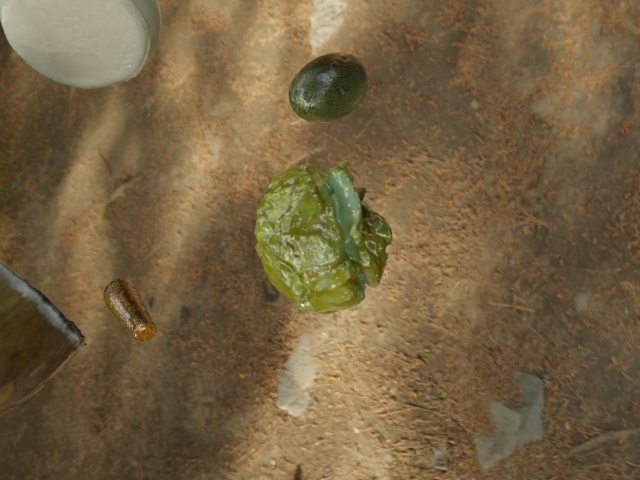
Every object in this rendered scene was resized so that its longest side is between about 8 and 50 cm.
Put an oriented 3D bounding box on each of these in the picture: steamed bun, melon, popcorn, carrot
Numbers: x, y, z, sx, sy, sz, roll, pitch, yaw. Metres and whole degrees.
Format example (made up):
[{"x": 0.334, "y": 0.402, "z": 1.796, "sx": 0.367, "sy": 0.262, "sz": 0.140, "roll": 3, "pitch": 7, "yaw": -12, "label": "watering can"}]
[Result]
[{"x": -0.434, "y": -0.426, "z": 1.249, "sx": 0.283, "sy": 0.283, "sz": 0.177, "roll": -20, "pitch": 50, "yaw": 23, "label": "steamed bun"}, {"x": 0.012, "y": -0.230, "z": 1.026, "sx": 0.099, "sy": 0.099, "sz": 0.162, "roll": 6, "pitch": 31, "yaw": 32, "label": "melon"}, {"x": 0.000, "y": 0.000, "z": 0.980, "sx": 0.183, "sy": 0.221, "sz": 0.204, "roll": -16, "pitch": 38, "yaw": 17, "label": "popcorn"}, {"x": -0.293, "y": 0.107, "z": 1.039, "sx": 0.055, "sy": 0.055, "sz": 0.161, "roll": -56, "pitch": 35, "yaw": 1, "label": "carrot"}]

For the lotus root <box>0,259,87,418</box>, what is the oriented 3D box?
[{"x": -0.327, "y": 0.058, "z": 0.508, "sx": 0.272, "sy": 0.272, "sz": 0.192, "roll": 11, "pitch": 57, "yaw": 33, "label": "lotus root"}]
